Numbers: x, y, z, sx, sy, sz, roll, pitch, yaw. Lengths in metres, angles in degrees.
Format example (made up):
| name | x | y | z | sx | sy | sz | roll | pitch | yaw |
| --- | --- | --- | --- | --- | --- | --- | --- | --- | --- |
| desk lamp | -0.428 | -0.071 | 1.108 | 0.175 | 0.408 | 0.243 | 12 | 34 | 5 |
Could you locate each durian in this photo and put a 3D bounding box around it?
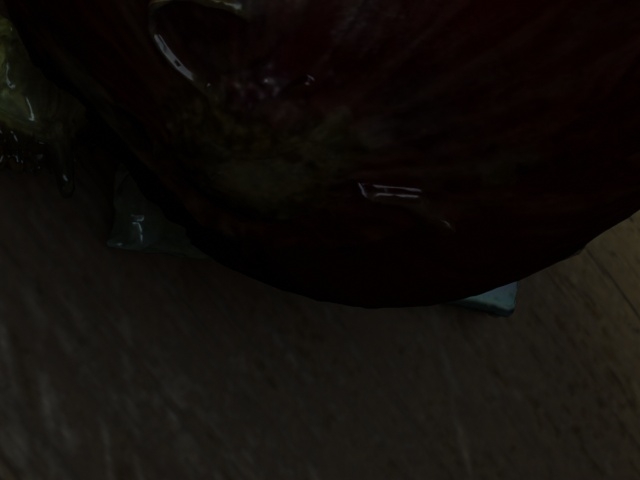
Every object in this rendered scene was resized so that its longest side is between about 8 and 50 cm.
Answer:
| name | x | y | z | sx | sy | sz | roll | pitch | yaw |
| --- | --- | --- | --- | --- | --- | --- | --- | --- | --- |
| durian | -0.127 | -0.074 | 0.718 | 0.110 | 0.071 | 0.140 | -1 | 70 | -33 |

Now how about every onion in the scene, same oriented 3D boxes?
| name | x | y | z | sx | sy | sz | roll | pitch | yaw |
| --- | --- | --- | --- | --- | --- | --- | --- | --- | --- |
| onion | 0.035 | -0.141 | 0.649 | 0.341 | 0.341 | 0.341 | 4 | 81 | -27 |

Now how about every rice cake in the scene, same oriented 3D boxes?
| name | x | y | z | sx | sy | sz | roll | pitch | yaw |
| --- | --- | --- | --- | --- | --- | --- | --- | --- | --- |
| rice cake | 0.000 | 0.000 | 0.795 | 0.210 | 0.034 | 0.043 | 11 | 82 | -26 |
